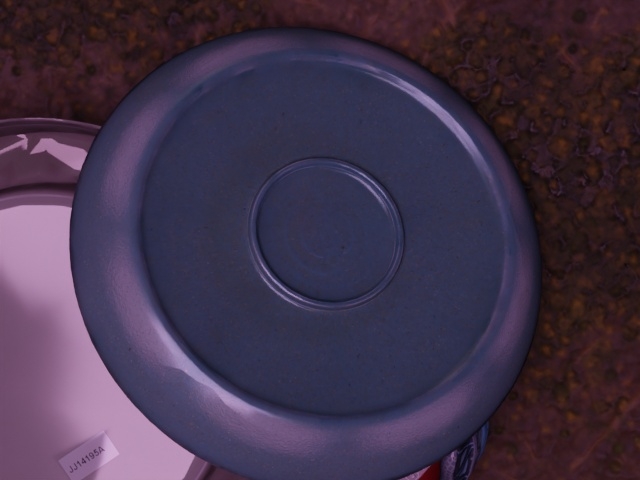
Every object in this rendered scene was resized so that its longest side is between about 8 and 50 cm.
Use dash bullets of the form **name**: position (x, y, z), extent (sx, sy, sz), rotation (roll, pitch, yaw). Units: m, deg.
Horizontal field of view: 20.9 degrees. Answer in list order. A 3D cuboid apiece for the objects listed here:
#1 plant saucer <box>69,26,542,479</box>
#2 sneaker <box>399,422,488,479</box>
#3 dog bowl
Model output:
- **plant saucer**: position (0.000, 0.000, 1.113), extent (0.318, 0.043, 0.317), rotation (5, 70, -14)
- **sneaker**: position (0.014, 0.204, 1.173), extent (0.104, 0.125, 0.261), rotation (31, 99, 4)
- **dog bowl**: position (-0.178, 0.087, 1.196), extent (0.349, 0.102, 0.348), rotation (1, 97, 7)
